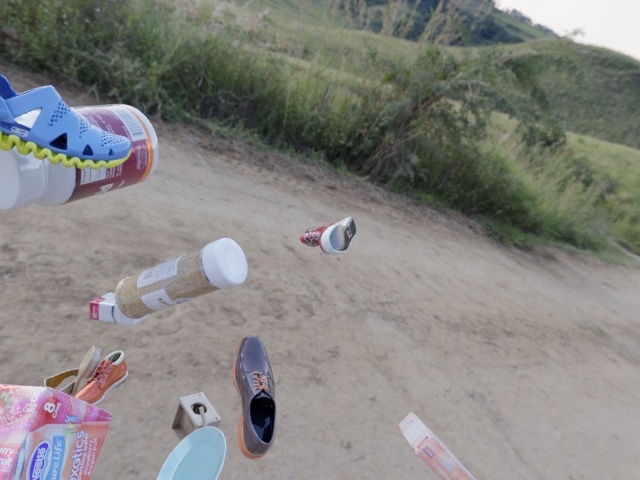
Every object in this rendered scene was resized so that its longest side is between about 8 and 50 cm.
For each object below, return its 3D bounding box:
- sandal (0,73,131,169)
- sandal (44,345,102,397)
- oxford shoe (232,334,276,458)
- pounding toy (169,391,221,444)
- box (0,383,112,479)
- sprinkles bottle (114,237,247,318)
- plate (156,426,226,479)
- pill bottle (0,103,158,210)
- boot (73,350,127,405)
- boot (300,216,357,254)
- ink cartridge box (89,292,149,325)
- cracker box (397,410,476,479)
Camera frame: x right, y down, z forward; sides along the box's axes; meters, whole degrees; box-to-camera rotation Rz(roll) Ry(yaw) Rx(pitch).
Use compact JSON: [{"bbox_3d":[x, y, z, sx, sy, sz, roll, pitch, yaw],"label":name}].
[{"bbox_3d":[-0.514,-0.223,0.864,0.317,0.138,0.126,12,17,-32],"label":"sandal"},{"bbox_3d":[-0.612,0.335,1.110,0.079,0.240,0.088,28,19,-29],"label":"sandal"},{"bbox_3d":[-0.134,0.327,1.028,0.097,0.098,0.271,5,54,-26],"label":"oxford shoe"},{"bbox_3d":[-0.346,0.556,1.391,0.094,0.181,0.206,2,26,-46],"label":"pounding toy"},{"bbox_3d":[-0.474,0.286,0.641,0.300,0.142,0.154,-2,54,17],"label":"box"},{"bbox_3d":[-0.361,0.102,1.195,0.121,0.355,0.121,46,33,-43],"label":"sprinkles bottle"},{"bbox_3d":[-0.265,0.479,0.965,0.024,0.188,0.188,53,9,-28],"label":"plate"},{"bbox_3d":[-0.613,-0.210,1.141,0.224,0.224,0.392,34,29,11],"label":"pill bottle"},{"bbox_3d":[-0.510,0.319,1.073,0.059,0.084,0.158,17,24,11],"label":"boot"},{"bbox_3d":[0.000,0.000,1.441,0.244,0.176,0.088,-39,114,-66],"label":"boot"},{"bbox_3d":[-0.645,0.221,1.504,0.150,0.063,0.109,8,10,9],"label":"ink cartridge box"},{"bbox_3d":[0.305,0.570,1.259,0.156,0.067,0.232,46,-6,3],"label":"cracker box"}]
